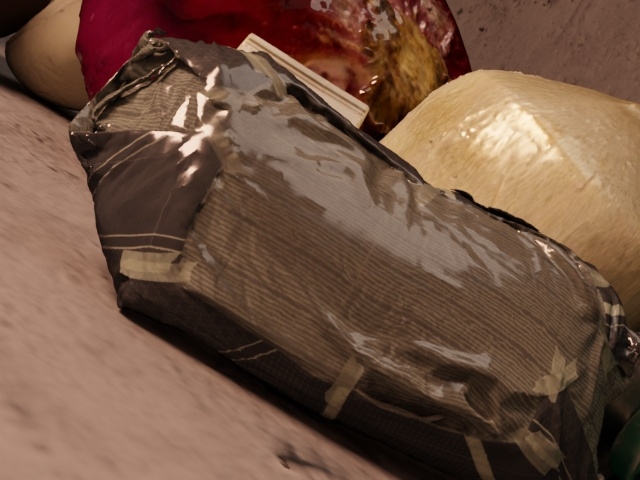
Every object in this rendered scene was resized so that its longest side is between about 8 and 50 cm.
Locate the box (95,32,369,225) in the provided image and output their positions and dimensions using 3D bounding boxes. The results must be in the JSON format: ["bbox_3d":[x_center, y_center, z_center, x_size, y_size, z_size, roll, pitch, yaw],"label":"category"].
[{"bbox_3d":[-0.052,-0.054,0.544,0.109,0.198,0.029,32,-35,0],"label":"box"}]

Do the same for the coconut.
[{"bbox_3d":[0.149,-0.005,0.597,0.245,0.247,0.245,51,9,-11],"label":"coconut"}]

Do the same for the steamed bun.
[{"bbox_3d":[-0.257,-0.229,0.930,0.131,0.228,0.177,58,39,-16],"label":"steamed bun"}]

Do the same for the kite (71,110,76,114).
[{"bbox_3d":[-0.289,-0.144,0.974,0.078,0.002,0.044,34,5,11],"label":"kite"}]

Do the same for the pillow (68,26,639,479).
[{"bbox_3d":[0.022,0.015,0.413,0.335,0.161,0.092,29,-32,-6],"label":"pillow"}]

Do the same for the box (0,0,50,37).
[{"bbox_3d":[-0.423,-0.364,0.842,0.301,0.301,0.216,32,-2,11],"label":"box"}]

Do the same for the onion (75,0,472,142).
[{"bbox_3d":[-0.071,-0.172,0.830,0.398,0.398,0.420,29,-21,-26],"label":"onion"}]

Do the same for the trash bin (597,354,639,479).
[{"bbox_3d":[0.368,0.170,0.431,0.259,0.295,0.381,29,16,-37],"label":"trash bin"}]
